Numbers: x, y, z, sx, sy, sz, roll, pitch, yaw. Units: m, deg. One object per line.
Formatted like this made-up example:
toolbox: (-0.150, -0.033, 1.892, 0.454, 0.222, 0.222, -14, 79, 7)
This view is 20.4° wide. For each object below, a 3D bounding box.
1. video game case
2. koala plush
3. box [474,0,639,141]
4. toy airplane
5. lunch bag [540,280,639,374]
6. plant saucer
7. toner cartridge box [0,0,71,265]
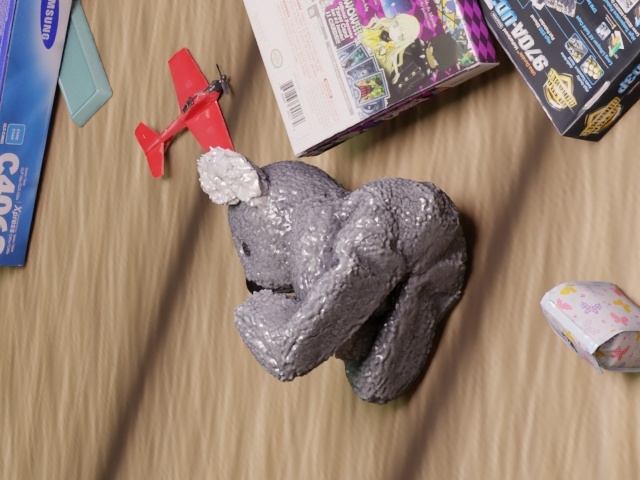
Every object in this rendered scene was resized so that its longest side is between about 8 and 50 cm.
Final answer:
video game case: (0.028, -0.218, 1.559, 0.210, 0.042, 0.232, -26, 78, 34)
koala plush: (0.000, 0.000, 1.580, 0.221, 0.196, 0.203, 39, 102, 40)
box: (0.214, -0.220, 1.467, 0.175, 0.051, 0.220, -49, 54, 31)
toy airplane: (-0.143, -0.124, 1.834, 0.151, 0.028, 0.151, -4, 84, 44)
lunch bag: (0.219, 0.069, 1.412, 0.071, 0.083, 0.053, 44, 116, 37)
plant saucer: (-0.283, -0.223, 1.994, 0.067, 0.018, 0.192, -40, 59, 35)
toner cartridge box: (-0.378, -0.158, 2.026, 0.165, 0.075, 0.348, 24, 106, 45)
